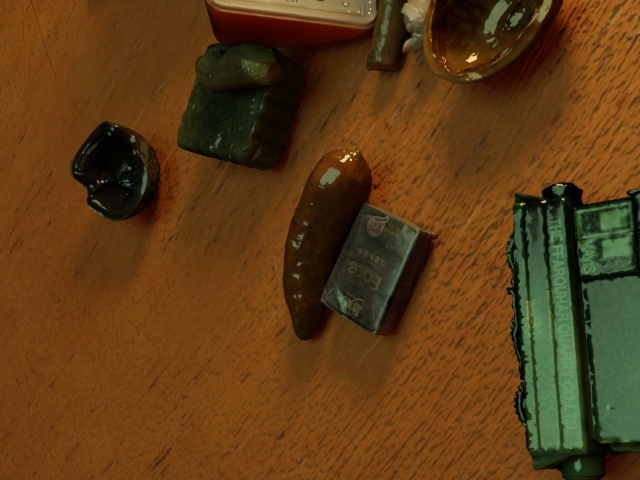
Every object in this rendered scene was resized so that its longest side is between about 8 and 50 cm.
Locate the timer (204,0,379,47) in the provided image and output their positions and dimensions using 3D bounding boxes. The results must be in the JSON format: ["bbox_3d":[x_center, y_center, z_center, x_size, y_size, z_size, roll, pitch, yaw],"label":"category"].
[{"bbox_3d":[-0.041,-0.418,1.388,0.250,0.161,0.257,-1,74,-1],"label":"timer"}]

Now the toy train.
[{"bbox_3d":[0.302,0.091,1.004,0.178,0.139,0.330,-11,74,36],"label":"toy train"}]

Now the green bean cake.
[{"bbox_3d":[-0.125,-0.213,1.484,0.183,0.094,0.184,15,90,42],"label":"green bean cake"}]

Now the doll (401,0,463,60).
[{"bbox_3d":[0.155,-0.306,1.265,0.084,0.073,0.127,15,88,40],"label":"doll"}]

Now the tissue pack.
[{"bbox_3d":[0.077,0.039,1.274,0.112,0.051,0.156,29,100,41],"label":"tissue pack"}]

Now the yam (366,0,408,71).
[{"bbox_3d":[0.113,-0.357,1.330,0.057,0.057,0.241,15,93,43],"label":"yam"}]

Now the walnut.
[{"bbox_3d":[0.225,-0.290,1.186,0.211,0.087,0.167,-52,58,24],"label":"walnut"}]

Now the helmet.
[{"bbox_3d":[-0.346,-0.122,1.664,0.153,0.107,0.176,-40,75,25],"label":"helmet"}]

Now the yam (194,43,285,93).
[{"bbox_3d":[-0.123,-0.259,1.396,0.147,0.070,0.069,-3,79,40],"label":"yam"}]

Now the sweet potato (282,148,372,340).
[{"bbox_3d":[-0.001,0.000,1.334,0.097,0.097,0.291,32,112,42],"label":"sweet potato"}]
